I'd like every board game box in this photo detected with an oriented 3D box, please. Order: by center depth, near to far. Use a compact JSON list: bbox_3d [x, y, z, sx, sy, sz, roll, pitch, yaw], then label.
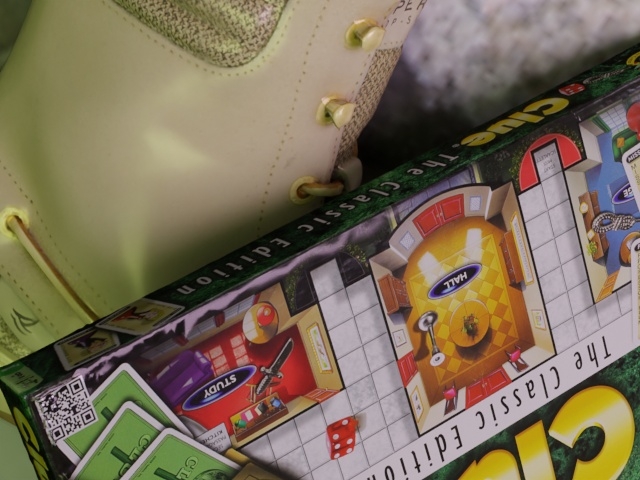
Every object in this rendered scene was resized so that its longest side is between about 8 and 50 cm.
[{"bbox_3d":[0.041,0.041,0.482,0.259,0.030,0.136,-28,118,-24],"label":"board game box"}]

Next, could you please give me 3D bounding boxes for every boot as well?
[{"bbox_3d":[0.000,0.000,0.526,0.262,0.095,0.203,30,114,-2],"label":"boot"}]

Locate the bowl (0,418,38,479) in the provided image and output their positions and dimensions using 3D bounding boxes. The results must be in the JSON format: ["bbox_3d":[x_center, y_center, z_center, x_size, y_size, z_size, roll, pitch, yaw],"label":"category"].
[{"bbox_3d":[-0.160,0.216,0.557,0.297,0.298,0.134,-22,134,17],"label":"bowl"}]
